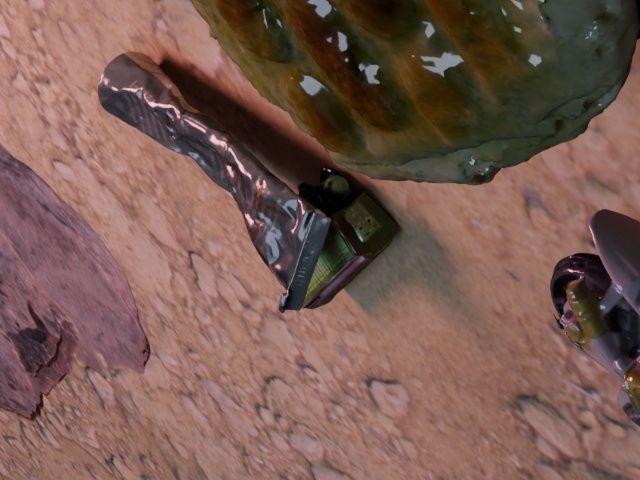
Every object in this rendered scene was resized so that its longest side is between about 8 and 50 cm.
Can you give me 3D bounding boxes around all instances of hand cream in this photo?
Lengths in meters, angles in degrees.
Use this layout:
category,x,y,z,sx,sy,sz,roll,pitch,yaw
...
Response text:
category,x,y,z,sx,sy,sz,roll,pitch,yaw
hand cream,-0.080,-0.052,1.267,0.248,0.052,0.075,47,157,36

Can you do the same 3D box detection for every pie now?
category,x,y,z,sx,sy,sz,roll,pitch,yaw
pie,0.011,-0.140,0.820,0.306,0.071,0.306,26,147,19

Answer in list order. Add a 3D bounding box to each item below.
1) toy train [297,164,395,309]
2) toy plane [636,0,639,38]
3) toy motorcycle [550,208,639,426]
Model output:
category,x,y,z,sx,sy,sz,roll,pitch,yaw
toy train,0.000,0.000,1.271,0.071,0.038,0.148,50,156,3
toy plane,0.172,-0.112,0.786,0.246,0.078,0.169,-2,124,60
toy motorcycle,0.216,0.070,0.965,0.225,0.073,0.152,44,152,12
